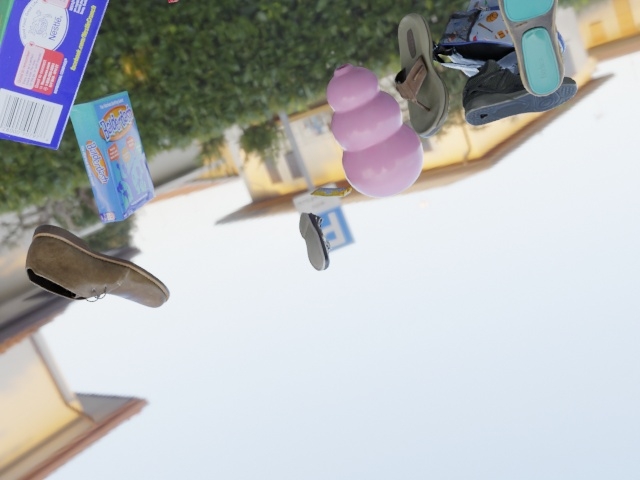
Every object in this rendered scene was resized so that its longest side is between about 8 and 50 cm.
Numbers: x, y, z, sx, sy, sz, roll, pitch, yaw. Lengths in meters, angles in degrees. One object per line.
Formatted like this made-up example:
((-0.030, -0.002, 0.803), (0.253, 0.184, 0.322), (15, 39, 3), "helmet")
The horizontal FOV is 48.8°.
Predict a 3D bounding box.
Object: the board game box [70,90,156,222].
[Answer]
((-0.374, -0.156, 1.282), (0.047, 0.210, 0.160), (-9, -162, 12), "board game box")

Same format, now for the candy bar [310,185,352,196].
((0.028, -0.124, 1.799), (0.040, 0.018, 0.161), (-32, -162, -24), "candy bar")

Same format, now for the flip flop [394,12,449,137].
((0.191, -0.340, 1.449), (0.080, 0.277, 0.112), (-1, 166, -32), "flip flop")

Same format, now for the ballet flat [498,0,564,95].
((0.294, -0.316, 0.992), (0.080, 0.232, 0.073), (-9, -144, 14), "ballet flat")

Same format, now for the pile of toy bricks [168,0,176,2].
((-0.157, -0.406, 1.007), (0.212, 0.118, 0.105), (-1, -134, 24), "pile of toy bricks")

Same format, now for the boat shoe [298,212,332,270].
((0.000, 0.000, 1.731), (0.065, 0.075, 0.206), (5, -145, -21), "boat shoe")

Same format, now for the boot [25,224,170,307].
((-0.450, 0.088, 1.430), (0.112, 0.305, 0.115), (-34, -140, 39), "boot")

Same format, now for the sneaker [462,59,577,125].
((0.401, -0.321, 1.445), (0.227, 0.130, 0.087), (-11, 151, 13), "sneaker")

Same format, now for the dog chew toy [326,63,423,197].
((0.120, -0.273, 1.730), (0.206, 0.332, 0.206), (-23, -158, 10), "dog chew toy")

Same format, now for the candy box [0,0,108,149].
((-0.420, -0.322, 1.013), (0.122, 0.268, 0.317), (12, -156, -35), "candy box")

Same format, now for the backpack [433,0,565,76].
((0.455, -0.472, 1.713), (0.276, 0.213, 0.263), (21, -176, -35), "backpack")
